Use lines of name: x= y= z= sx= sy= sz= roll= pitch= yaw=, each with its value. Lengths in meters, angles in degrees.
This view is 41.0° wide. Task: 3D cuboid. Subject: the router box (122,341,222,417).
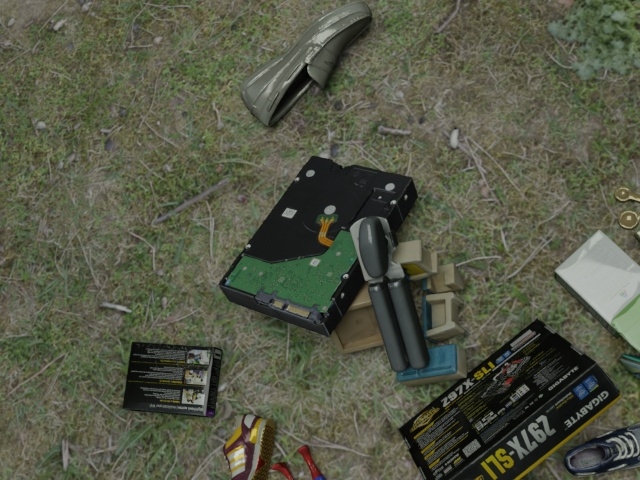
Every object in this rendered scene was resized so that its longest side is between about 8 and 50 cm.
router box: x=-0.288 y=0.268 z=1.660 sx=0.179 sy=0.046 sz=0.133 roll=2 pitch=75 yaw=16

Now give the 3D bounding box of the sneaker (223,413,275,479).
sneaker: x=-0.143 y=0.413 z=1.573 sx=0.084 sy=0.069 sz=0.185 roll=6 pitch=70 yaw=26

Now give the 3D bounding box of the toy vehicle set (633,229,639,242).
toy vehicle set: x=0.683 y=0.037 z=1.437 sx=0.166 sy=0.035 sz=0.267 roll=-40 pitch=79 yaw=1

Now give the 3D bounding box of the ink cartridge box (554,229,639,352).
ink cartridge box: x=0.516 y=0.094 z=1.478 sx=0.109 sy=0.062 sz=0.209 roll=-43 pitch=68 yaw=1

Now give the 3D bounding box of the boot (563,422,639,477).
boot: x=0.491 y=0.343 z=1.399 sx=0.190 sy=0.086 sz=0.069 roll=-23 pitch=69 yaw=8

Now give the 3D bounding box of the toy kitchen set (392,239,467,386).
toy kitchen set: x=0.162 y=0.129 z=1.504 sx=0.122 sy=0.166 sz=0.207 roll=-17 pitch=58 yaw=33

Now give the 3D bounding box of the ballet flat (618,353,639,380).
ballet flat: x=0.589 y=0.236 z=1.419 sx=0.188 sy=0.070 sz=0.070 roll=10 pitch=77 yaw=21

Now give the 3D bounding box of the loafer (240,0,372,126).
loafer: x=-0.016 y=-0.357 z=1.739 sx=0.319 sy=0.112 sz=0.111 roll=-39 pitch=73 yaw=10

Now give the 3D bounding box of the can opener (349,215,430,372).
can opener: x=0.109 y=0.092 z=1.442 sx=0.074 sy=0.093 sz=0.280 roll=-12 pitch=101 yaw=31

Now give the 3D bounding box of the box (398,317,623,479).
box: x=0.292 y=0.281 z=1.386 sx=0.322 sy=0.257 sz=0.079 roll=-39 pitch=100 yaw=1

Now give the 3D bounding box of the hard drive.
hard drive: x=0.000 y=0.000 z=1.572 sx=0.237 sy=0.064 sz=0.339 roll=15 pitch=57 yaw=33

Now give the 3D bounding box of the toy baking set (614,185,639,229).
toy baking set: x=0.640 y=-0.080 z=1.511 sx=0.197 sy=0.030 sz=0.256 roll=41 pitch=88 yaw=22

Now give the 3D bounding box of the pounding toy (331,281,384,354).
pounding toy: x=0.052 y=0.122 z=1.564 sx=0.141 sy=0.130 sz=0.100 roll=-15 pitch=35 yaw=11

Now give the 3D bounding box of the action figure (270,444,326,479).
action figure: x=0.003 y=0.494 z=1.470 sx=0.091 sy=0.139 sz=0.280 roll=-35 pitch=71 yaw=5
